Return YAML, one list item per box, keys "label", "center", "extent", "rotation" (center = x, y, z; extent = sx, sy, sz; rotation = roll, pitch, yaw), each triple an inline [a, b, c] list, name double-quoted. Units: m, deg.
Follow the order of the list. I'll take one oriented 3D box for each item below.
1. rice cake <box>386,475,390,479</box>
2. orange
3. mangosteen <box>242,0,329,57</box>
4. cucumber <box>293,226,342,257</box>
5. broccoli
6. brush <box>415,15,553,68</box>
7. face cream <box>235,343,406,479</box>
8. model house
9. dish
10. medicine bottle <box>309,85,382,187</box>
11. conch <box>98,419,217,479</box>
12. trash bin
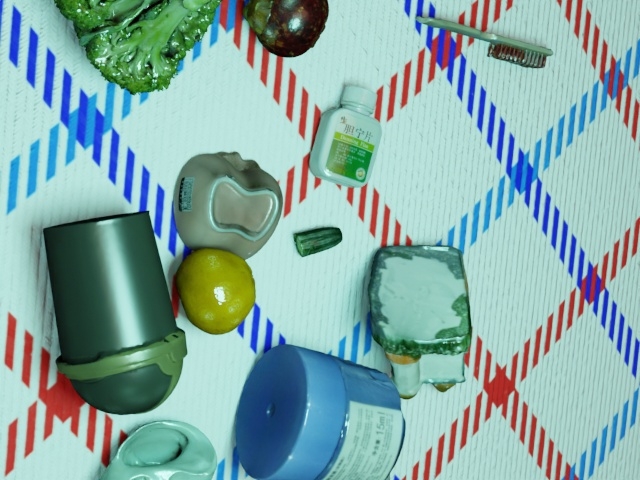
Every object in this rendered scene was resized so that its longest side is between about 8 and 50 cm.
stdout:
- label: "rice cake"
  center: [0.091, 0.493, 1.845]
  extent: [0.106, 0.050, 0.297]
  rotation: [-7, 99, -28]
- label: "orange"
  center: [-0.180, 0.086, 1.602]
  extent: [0.136, 0.159, 0.159]
  rotation: [-22, 105, -7]
- label: "mangosteen"
  center: [-0.077, -0.404, 1.627]
  extent: [0.181, 0.156, 0.145]
  rotation: [13, 117, 0]
- label: "cucumber"
  center: [0.000, 0.000, 1.747]
  extent: [0.105, 0.048, 0.048]
  rotation: [-14, 101, -26]
- label: "broccoli"
  center: [-0.277, -0.399, 1.437]
  extent: [0.321, 0.283, 0.303]
  rotation: [35, 68, -44]
- label: "brush"
  center: [0.336, -0.404, 1.876]
  extent: [0.321, 0.060, 0.050]
  rotation: [9, 102, -28]
- label: "face cream"
  center: [-0.001, 0.332, 1.671]
  extent: [0.225, 0.249, 0.249]
  rotation: [21, 85, -30]
- label: "model house"
  center: [0.199, 0.198, 1.803]
  extent: [0.190, 0.271, 0.300]
  rotation: [-4, 128, 5]
- label: "dish"
  center: [-0.154, -0.061, 1.638]
  extent: [0.213, 0.090, 0.213]
  rotation: [-3, 97, -27]
- label: "medicine bottle"
  center: [0.054, -0.198, 1.745]
  extent: [0.119, 0.069, 0.183]
  rotation: [17, 86, -25]
- label: "conch"
  center: [-0.290, 0.416, 1.600]
  extent: [0.221, 0.121, 0.185]
  rotation: [-32, 105, -28]
- label: "trash bin"
  center: [-0.335, 0.127, 1.498]
  extent: [0.214, 0.214, 0.333]
  rotation: [-12, 98, -26]
